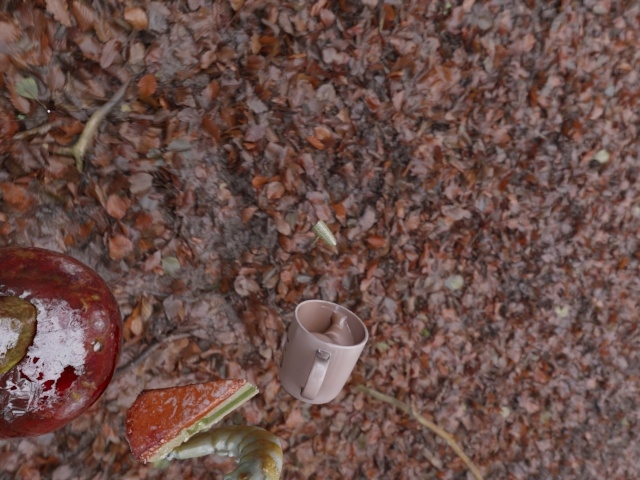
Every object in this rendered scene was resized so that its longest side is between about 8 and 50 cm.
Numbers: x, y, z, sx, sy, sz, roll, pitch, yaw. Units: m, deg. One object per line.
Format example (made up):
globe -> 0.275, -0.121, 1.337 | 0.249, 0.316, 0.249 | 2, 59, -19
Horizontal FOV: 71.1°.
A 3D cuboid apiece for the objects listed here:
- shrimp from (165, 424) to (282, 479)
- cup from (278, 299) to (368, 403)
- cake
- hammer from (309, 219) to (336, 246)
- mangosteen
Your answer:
shrimp -> -0.176, 0.418, 0.872 | 0.185, 0.287, 0.068 | -14, 107, -50
cup -> -0.006, 0.298, 1.109 | 0.191, 0.253, 0.201 | 20, 111, -1
cake -> -0.233, 0.282, 0.796 | 0.220, 0.117, 0.086 | -36, 149, -7
hammer -> 0.000, 0.000, 0.997 | 0.028, 0.195, 0.060 | -41, 88, -11
mangosteen -> -0.342, 0.103, 0.471 | 0.215, 0.215, 0.257 | -56, 163, -6
